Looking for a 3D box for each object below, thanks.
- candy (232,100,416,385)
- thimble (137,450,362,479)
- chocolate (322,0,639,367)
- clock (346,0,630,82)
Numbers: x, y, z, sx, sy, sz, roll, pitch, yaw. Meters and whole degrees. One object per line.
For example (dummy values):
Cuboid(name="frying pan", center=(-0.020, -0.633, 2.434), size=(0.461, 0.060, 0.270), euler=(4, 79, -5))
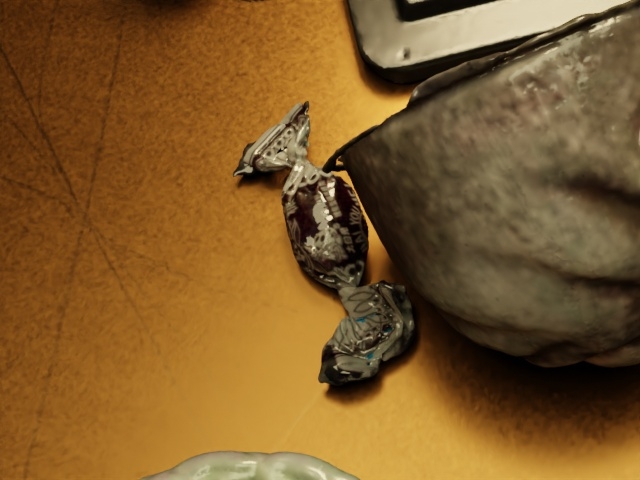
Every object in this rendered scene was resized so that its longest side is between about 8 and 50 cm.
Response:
Cuboid(name="candy", center=(0.000, 0.000, 1.187), size=(0.094, 0.051, 0.226), euler=(-21, 66, 2))
Cuboid(name="thimble", center=(-0.037, 0.245, 1.032), size=(0.237, 0.150, 0.237), euler=(-3, 65, 7))
Cuboid(name="chocolate", center=(0.177, -0.022, 1.060), size=(0.303, 0.303, 0.213), euler=(-24, 86, -3))
Cuboid(name="clock", center=(0.142, -0.276, 1.288), size=(0.279, 0.049, 0.273), euler=(-14, 66, 2))
